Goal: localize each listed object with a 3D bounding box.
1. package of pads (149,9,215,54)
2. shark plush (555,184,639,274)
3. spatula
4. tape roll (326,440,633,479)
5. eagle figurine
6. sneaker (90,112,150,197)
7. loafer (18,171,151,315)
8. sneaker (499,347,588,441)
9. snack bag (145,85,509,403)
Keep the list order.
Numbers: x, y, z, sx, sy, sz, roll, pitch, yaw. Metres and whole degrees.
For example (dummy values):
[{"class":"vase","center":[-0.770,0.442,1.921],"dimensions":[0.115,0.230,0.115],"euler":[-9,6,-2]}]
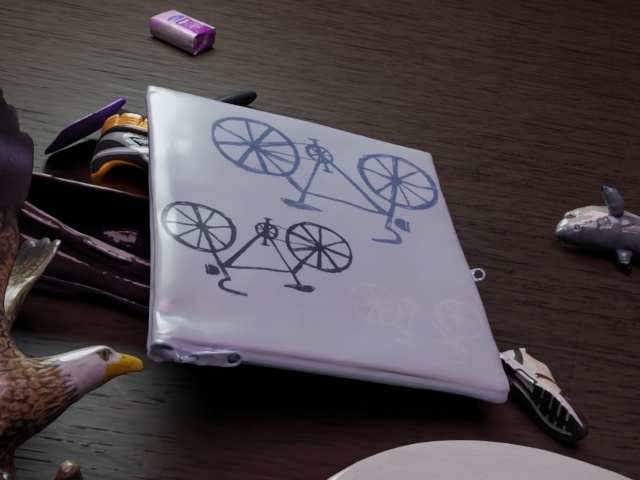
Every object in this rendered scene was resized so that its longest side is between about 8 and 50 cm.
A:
[{"class":"package of pads","center":[-0.193,-0.293,1.235],"dimensions":[0.083,0.032,0.050],"euler":[28,42,21]},{"class":"shark plush","center":[0.343,0.012,0.985],"dimensions":[0.161,0.073,0.067],"euler":[36,59,-1]},{"class":"spatula","center":[-0.186,-0.144,1.023],"dimensions":[0.296,0.084,0.030],"euler":[-17,81,-43]},{"class":"tape roll","center":[0.128,0.287,0.513],"dimensions":[0.392,0.072,0.392],"euler":[7,37,-5]},{"class":"eagle figurine","center":[-0.229,0.079,0.580],"dimensions":[0.225,0.226,0.298],"euler":[23,32,-58]},{"class":"sneaker","center":[-0.136,-0.062,0.910],"dimensions":[0.215,0.084,0.083],"euler":[13,49,7]},{"class":"loafer","center":[-0.152,0.003,0.792],"dimensions":[0.302,0.095,0.109],"euler":[9,36,-5]},{"class":"sneaker","center":[0.195,0.130,0.769],"dimensions":[0.044,0.040,0.109],"euler":[-14,44,-34]},{"class":"snack bag","center":[0.000,0.000,0.795],"dimensions":[0.323,0.037,0.342],"euler":[11,41,-22]}]
